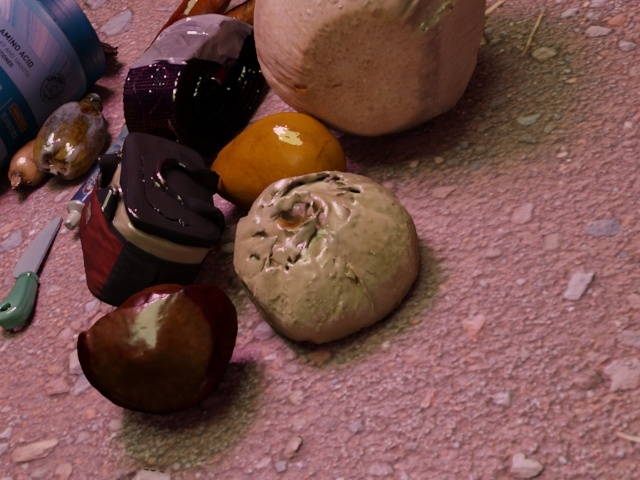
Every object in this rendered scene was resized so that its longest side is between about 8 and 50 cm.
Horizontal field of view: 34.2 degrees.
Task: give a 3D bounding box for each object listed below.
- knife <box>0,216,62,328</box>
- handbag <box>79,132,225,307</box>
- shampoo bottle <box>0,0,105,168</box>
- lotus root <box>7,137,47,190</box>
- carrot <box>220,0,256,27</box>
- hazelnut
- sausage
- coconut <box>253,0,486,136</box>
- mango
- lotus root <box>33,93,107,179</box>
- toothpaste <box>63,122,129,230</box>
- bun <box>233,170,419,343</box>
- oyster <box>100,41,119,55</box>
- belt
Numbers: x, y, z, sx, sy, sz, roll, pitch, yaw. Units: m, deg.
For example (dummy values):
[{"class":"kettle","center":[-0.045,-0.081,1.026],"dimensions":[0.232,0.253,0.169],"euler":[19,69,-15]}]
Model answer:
[{"class":"knife","center":[-0.467,0.048,1.669],"dimensions":[0.063,0.035,0.260],"euler":[-21,33,18]},{"class":"handbag","center":[-0.246,-0.034,1.483],"dimensions":[0.181,0.181,0.254],"euler":[-58,27,27]},{"class":"shampoo bottle","center":[-0.633,-0.316,1.914],"dimensions":[0.331,0.331,0.343],"euler":[19,59,41]},{"class":"lotus root","center":[-0.522,-0.138,1.870],"dimensions":[0.072,0.063,0.152],"euler":[2,43,17]},{"class":"carrot","center":[-0.113,-0.410,1.892],"dimensions":[0.260,0.070,0.070],"euler":[-23,36,34]},{"class":"hazelnut","center":[-0.208,0.134,1.315],"dimensions":[0.201,0.170,0.161],"euler":[0,44,15]},{"class":"sausage","center":[-0.264,-0.387,1.979],"dimensions":[0.103,0.076,0.302],"euler":[-22,33,51]},{"class":"coconut","center":[0.077,-0.368,1.545],"dimensions":[0.344,0.415,0.415],"euler":[10,45,-3]},{"class":"mango","center":[-0.068,-0.112,1.532],"dimensions":[0.227,0.147,0.109],"euler":[-6,19,31]},{"class":"lotus root","center":[-0.438,-0.189,1.856],"dimensions":[0.113,0.088,0.192],"euler":[17,51,2]},{"class":"toothpaste","center":[-0.359,-0.113,1.771],"dimensions":[0.069,0.047,0.268],"euler":[-11,37,38]},{"class":"bun","center":[0.000,0.000,1.368],"dimensions":[0.259,0.152,0.259],"euler":[-17,40,15]},{"class":"oyster","center":[-0.510,-0.436,2.096],"dimensions":[0.100,0.271,0.275],"euler":[-35,72,-10]},{"class":"belt","center":[-0.216,-0.261,1.746],"dimensions":[0.164,0.184,0.289],"euler":[-1,40,34]}]
